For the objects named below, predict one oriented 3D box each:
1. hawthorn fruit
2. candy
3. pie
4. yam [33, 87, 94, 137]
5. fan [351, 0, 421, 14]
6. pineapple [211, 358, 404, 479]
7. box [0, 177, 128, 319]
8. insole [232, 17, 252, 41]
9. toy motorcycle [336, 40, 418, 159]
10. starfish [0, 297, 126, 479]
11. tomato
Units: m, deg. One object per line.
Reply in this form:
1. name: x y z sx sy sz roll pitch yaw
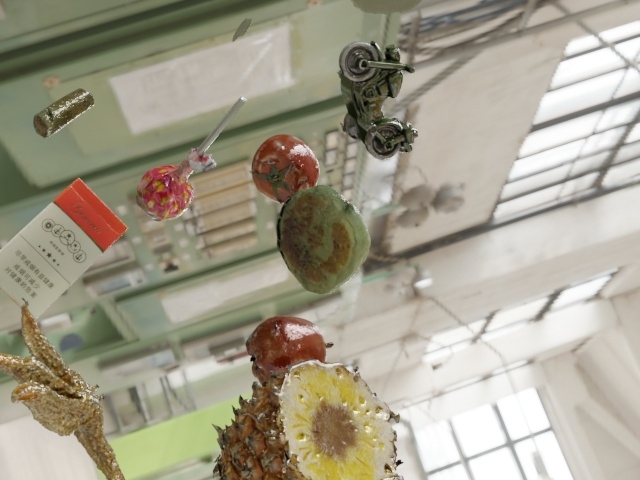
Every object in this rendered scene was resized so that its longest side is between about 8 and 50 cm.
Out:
1. hawthorn fruit: -0.066 0.259 2.154 0.185 0.202 0.185 175 -90 -74
2. candy: -0.263 -0.174 1.943 0.124 0.365 0.124 31 34 -24
3. pie: 0.000 0.000 1.927 0.240 0.054 0.241 9 -76 40
4. yam: -0.534 -0.266 1.927 0.054 0.132 0.054 28 -38 25
5. fan: 0.168 -0.454 1.387 0.010 0.310 0.182 2 70 -62
6. pineapple: -0.041 0.415 1.780 0.300 0.352 0.352 -45 -127 34
7. box: -0.486 0.013 1.712 0.139 0.245 0.035 46 -26 -14
8. insole: -0.157 -0.421 1.856 0.002 0.053 0.152 27 2 -17
9. toy motorcycle: 0.104 -0.277 1.814 0.205 0.127 0.275 -125 -165 -61
10. starfish: -0.398 0.224 1.428 0.293 0.084 0.301 53 3 -34
11. tomato: -0.086 -0.176 2.249 0.167 0.167 0.167 162 -90 -83
